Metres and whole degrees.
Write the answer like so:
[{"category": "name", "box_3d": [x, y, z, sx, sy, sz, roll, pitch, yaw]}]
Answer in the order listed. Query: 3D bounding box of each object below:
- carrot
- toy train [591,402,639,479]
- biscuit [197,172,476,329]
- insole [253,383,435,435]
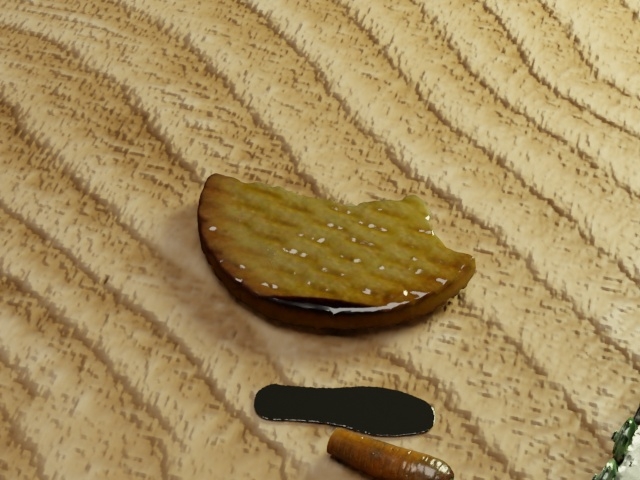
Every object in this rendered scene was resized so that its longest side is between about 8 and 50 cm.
[{"category": "carrot", "box_3d": [0.049, 0.157, 0.918, 0.093, 0.032, 0.032, 19, 49, 22]}, {"category": "toy train", "box_3d": [0.235, 0.140, 0.899, 0.060, 0.081, 0.202, 21, 43, 19]}, {"category": "biscuit", "box_3d": [0.000, 0.001, 1.067, 0.176, 0.031, 0.228, -31, 51, -26]}, {"category": "insole", "box_3d": [0.017, 0.124, 0.967, 0.135, 0.002, 0.045, 4, 45, 5]}]
